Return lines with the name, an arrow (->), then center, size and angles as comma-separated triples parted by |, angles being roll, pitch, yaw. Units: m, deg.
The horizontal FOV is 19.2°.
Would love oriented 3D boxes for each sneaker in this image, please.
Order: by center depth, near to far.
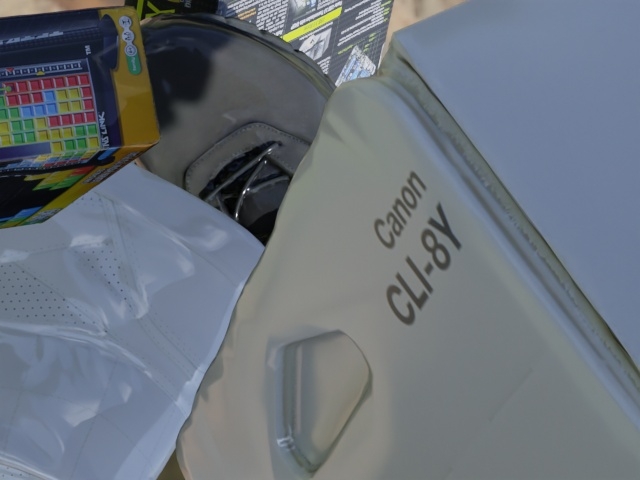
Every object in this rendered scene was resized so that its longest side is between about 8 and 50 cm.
sneaker -> -0.182, 0.017, 0.801 | 0.169, 0.292, 0.108 | -62, 174, -27
sneaker -> 0.000, 0.000, 0.960 | 0.286, 0.109, 0.130 | 45, 11, -21

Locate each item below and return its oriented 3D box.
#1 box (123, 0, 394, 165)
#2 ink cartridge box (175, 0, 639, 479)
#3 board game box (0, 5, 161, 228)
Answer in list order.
box -> -0.034, -0.121, 1.137 | 0.270, 0.060, 0.216 | -37, 144, -58
ink cartridge box -> 0.173, 0.002, 0.599 | 0.384, 0.279, 0.160 | -26, 71, -25
board game box -> -0.145, -0.030, 0.632 | 0.141, 0.170, 0.048 | -10, 85, -21
